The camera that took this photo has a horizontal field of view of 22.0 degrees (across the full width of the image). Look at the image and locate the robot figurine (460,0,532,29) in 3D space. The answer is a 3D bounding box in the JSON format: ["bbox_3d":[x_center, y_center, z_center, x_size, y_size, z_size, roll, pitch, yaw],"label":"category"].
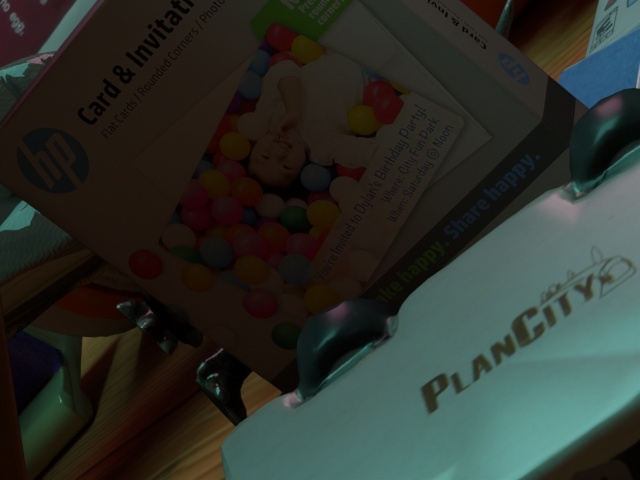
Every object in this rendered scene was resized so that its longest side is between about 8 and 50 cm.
[{"bbox_3d":[0.082,-0.189,0.784,0.219,0.128,0.158,-48,-6,20],"label":"robot figurine"}]

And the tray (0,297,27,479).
[{"bbox_3d":[-0.144,0.048,0.552,0.203,0.076,0.411,-128,30,-75],"label":"tray"}]

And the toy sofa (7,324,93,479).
[{"bbox_3d":[-0.330,0.062,1.020,0.150,0.362,0.177,-47,28,25],"label":"toy sofa"}]

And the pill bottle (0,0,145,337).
[{"bbox_3d":[-0.084,-0.147,1.007,0.392,0.224,0.224,-48,16,21],"label":"pill bottle"}]

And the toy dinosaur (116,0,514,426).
[{"bbox_3d":[0.000,0.000,0.709,0.160,0.121,0.313,-42,5,-11],"label":"toy dinosaur"}]

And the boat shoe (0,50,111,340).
[{"bbox_3d":[-0.222,0.031,0.892,0.355,0.132,0.130,-27,-16,12],"label":"boat shoe"}]

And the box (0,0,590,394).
[{"bbox_3d":[0.001,-0.024,0.553,0.145,0.186,0.038,-44,14,29],"label":"box"}]

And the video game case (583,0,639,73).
[{"bbox_3d":[0.169,-0.146,0.640,0.157,0.019,0.143,-41,20,41],"label":"video game case"}]

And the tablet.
[{"bbox_3d":[0.099,-0.036,0.605,0.054,0.006,0.083,-28,41,54],"label":"tablet"}]

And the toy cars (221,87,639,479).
[{"bbox_3d":[0.116,-0.045,0.450,0.176,0.087,0.394,7,64,50],"label":"toy cars"}]
